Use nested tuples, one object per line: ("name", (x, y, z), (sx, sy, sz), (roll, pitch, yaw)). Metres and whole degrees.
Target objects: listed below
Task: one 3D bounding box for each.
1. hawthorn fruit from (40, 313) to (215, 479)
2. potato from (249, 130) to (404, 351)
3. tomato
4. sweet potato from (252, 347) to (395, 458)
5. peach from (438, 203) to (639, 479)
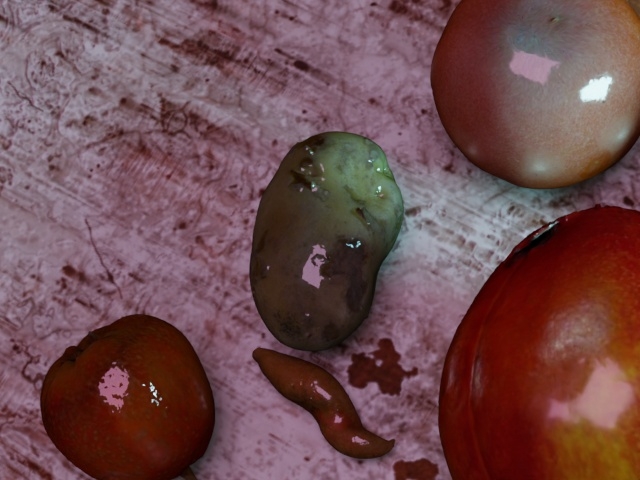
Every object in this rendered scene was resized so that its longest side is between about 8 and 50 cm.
("hawthorn fruit", (-0.202, 0.200, 1.745), (0.196, 0.196, 0.225), (-39, 96, -4))
("potato", (0.000, 0.000, 1.780), (0.165, 0.165, 0.262), (14, 69, 18))
("tomato", (0.251, -0.188, 1.760), (0.256, 0.224, 0.255), (-1, 65, 3))
("sweet potato", (-0.002, 0.179, 1.760), (0.055, 0.058, 0.202), (-36, 63, -25))
("peach", (0.282, 0.150, 1.547), (0.370, 0.370, 0.370), (-5, 68, 11))
